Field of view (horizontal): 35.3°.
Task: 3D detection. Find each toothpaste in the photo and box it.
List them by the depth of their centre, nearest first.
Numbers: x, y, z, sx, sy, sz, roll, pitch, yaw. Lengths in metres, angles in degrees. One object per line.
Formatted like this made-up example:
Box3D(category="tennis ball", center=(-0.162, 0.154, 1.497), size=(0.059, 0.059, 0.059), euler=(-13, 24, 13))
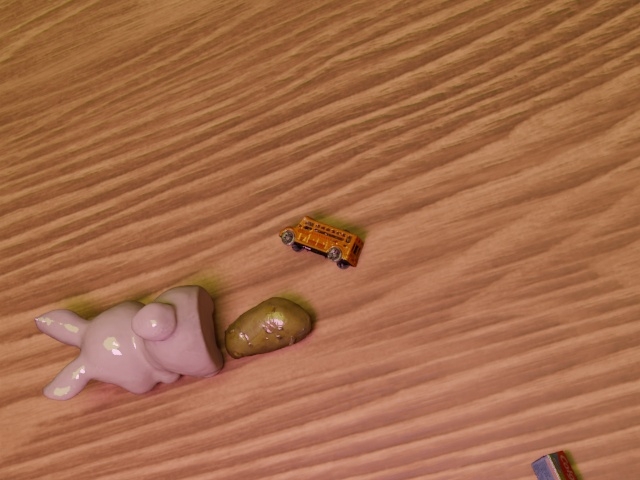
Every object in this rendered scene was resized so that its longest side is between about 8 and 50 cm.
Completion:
Box3D(category="toothpaste", center=(0.441, 0.462, 1.742), size=(0.044, 0.070, 0.193), euler=(-41, 61, 38))

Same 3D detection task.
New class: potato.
Box3D(category="potato", center=(-0.110, 0.177, 2.009), size=(0.188, 0.085, 0.105), euler=(-27, 90, 15))

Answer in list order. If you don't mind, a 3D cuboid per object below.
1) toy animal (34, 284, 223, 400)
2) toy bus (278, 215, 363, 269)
Box3D(category="toy animal", center=(-0.388, 0.203, 2.018), size=(0.367, 0.241, 0.196), euler=(-14, 69, 16))
Box3D(category="toy bus", center=(0.000, 0.000, 2.022), size=(0.162, 0.069, 0.074), euler=(20, 83, 23))
